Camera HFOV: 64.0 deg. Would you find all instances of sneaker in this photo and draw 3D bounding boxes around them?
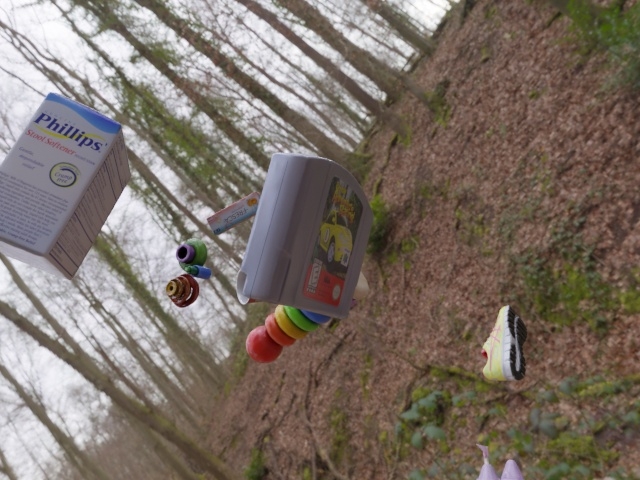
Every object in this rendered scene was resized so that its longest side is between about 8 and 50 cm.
[{"bbox_3d":[0.411,0.233,1.174,0.094,0.081,0.208,-31,20,40],"label":"sneaker"}]

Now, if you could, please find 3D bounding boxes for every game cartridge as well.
[{"bbox_3d":[0.000,0.000,0.694,0.294,0.060,0.196,30,-111,-66],"label":"game cartridge"}]

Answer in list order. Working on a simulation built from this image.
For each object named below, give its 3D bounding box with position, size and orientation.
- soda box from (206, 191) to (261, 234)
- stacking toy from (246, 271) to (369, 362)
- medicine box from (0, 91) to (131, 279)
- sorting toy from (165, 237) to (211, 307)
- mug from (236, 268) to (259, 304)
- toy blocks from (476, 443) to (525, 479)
[{"bbox_3d":[-0.261,-0.084,1.609,0.183,0.063,0.058,-28,-1,5],"label":"soda box"},{"bbox_3d":[-0.050,0.169,1.185,0.330,0.141,0.141,-42,-16,15],"label":"stacking toy"},{"bbox_3d":[-0.518,-0.094,1.027,0.289,0.149,0.263,-69,10,-19],"label":"medicine box"},{"bbox_3d":[-0.190,0.043,0.717,0.042,0.061,0.102,24,-113,-59],"label":"sorting toy"},{"bbox_3d":[-0.158,0.126,1.597,0.169,0.113,0.150,1,-52,-31],"label":"mug"},{"bbox_3d":[0.374,0.525,0.905,0.309,0.260,0.288,-23,-43,38],"label":"toy blocks"}]
